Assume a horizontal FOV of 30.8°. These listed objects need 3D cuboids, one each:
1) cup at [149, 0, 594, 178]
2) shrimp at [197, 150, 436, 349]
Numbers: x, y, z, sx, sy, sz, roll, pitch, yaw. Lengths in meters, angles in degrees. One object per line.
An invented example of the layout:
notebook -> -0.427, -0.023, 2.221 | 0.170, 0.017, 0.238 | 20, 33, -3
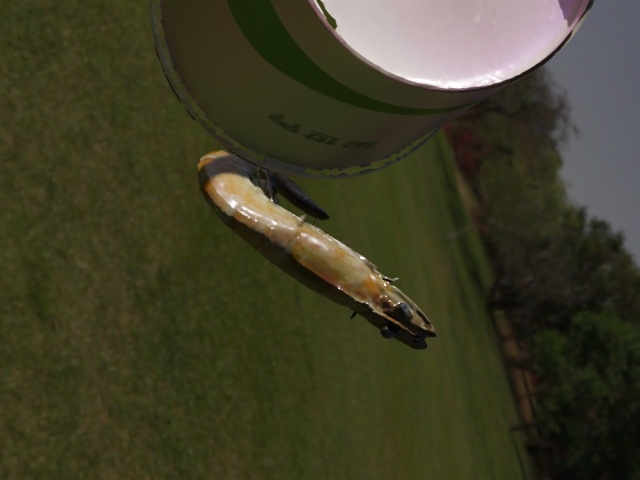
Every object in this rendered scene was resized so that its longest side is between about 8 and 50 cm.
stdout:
cup -> 0.032, -0.168, 0.735 | 0.274, 0.253, 0.253 | -178, -108, -76
shrimp -> 0.000, 0.000, 1.195 | 0.296, 0.058, 0.169 | 37, 26, -3
